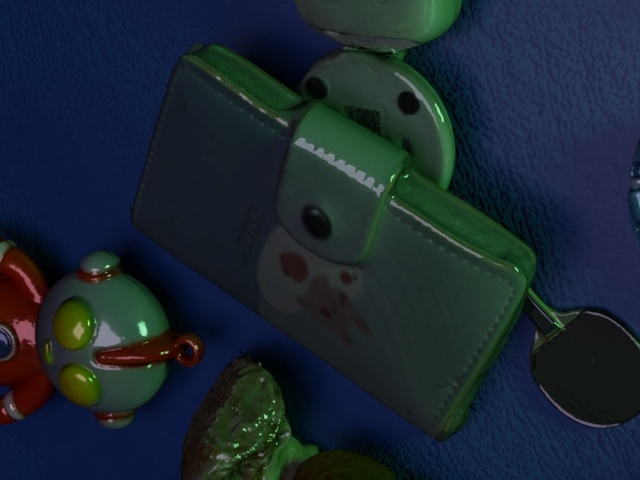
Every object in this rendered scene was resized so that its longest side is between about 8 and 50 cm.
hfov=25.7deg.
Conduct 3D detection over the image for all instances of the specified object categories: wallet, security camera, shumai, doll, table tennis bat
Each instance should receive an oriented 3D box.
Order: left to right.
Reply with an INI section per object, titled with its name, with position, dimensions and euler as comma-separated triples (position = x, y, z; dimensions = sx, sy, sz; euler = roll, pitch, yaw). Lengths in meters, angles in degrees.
[doll]
position = -0.258, 0.093, 1.331
dimensions = 0.337, 0.105, 0.199
euler = 4, 104, 24
[shumai]
position = -0.057, 0.183, 1.264
dimensions = 0.116, 0.145, 0.145
euler = 30, 115, -11
[wallet]
position = 0.000, 0.000, 1.175
dimensions = 0.360, 0.083, 0.252
euler = 34, 138, 12
[security camera]
position = 0.048, -0.158, 1.149
dimensions = 0.157, 0.080, 0.301
euler = 12, 118, 30
[table tennis bat]
position = 0.208, 0.088, 1.168
dimensions = 0.158, 0.014, 0.095
euler = 48, 118, 5

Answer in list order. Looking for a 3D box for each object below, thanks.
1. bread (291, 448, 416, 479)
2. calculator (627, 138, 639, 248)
[bread]
position = 0.041, 0.327, 1.219
dimensions = 0.247, 0.135, 0.232
euler = 36, 101, -6
[calculator]
position = 0.374, -0.043, 1.039
dimensions = 0.293, 0.051, 0.172
euler = -14, 95, 26
